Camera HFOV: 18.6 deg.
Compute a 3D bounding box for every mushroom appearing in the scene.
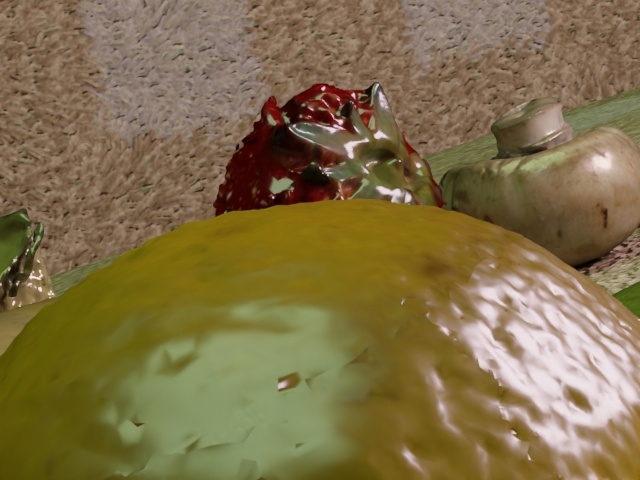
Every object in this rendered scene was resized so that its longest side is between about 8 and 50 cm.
[{"bbox_3d":[0.167,-0.040,1.489,0.166,0.127,0.166,-23,4,2],"label":"mushroom"}]

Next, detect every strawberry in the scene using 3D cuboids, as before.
[{"bbox_3d":[0.000,0.000,1.409,0.201,0.187,0.184,-47,8,41],"label":"strawberry"}]

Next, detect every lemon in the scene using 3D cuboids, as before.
[{"bbox_3d":[0.001,0.085,0.422,0.188,0.188,0.257,-13,11,25],"label":"lemon"}]

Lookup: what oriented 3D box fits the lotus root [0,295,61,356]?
[{"bbox_3d":[-0.100,0.116,0.595,0.169,0.151,0.343,12,19,16],"label":"lotus root"}]

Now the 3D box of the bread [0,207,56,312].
[{"bbox_3d":[-0.189,0.116,0.935,0.174,0.133,0.251,-16,49,35],"label":"bread"}]

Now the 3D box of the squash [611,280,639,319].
[{"bbox_3d":[0.142,0.066,0.548,0.132,0.132,0.247,-20,5,-37],"label":"squash"}]
